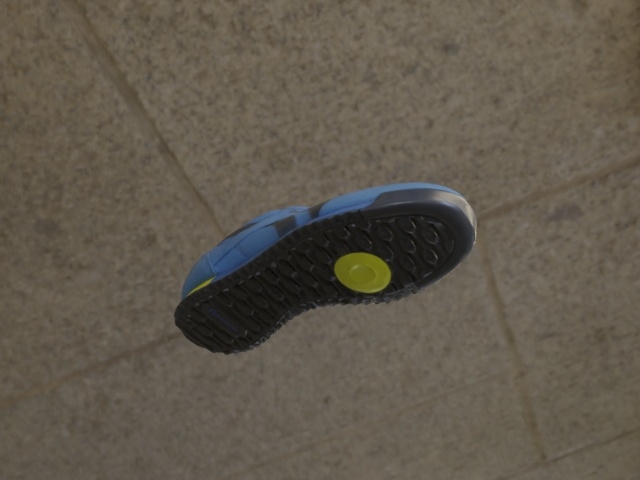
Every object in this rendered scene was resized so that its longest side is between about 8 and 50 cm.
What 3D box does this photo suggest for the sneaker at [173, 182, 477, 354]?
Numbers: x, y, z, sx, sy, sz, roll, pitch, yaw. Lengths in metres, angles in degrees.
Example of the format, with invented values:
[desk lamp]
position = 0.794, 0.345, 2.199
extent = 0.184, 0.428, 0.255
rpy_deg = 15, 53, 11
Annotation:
[sneaker]
position = 0.000, 0.000, 0.572
extent = 0.209, 0.082, 0.069
rpy_deg = -23, 121, 37
